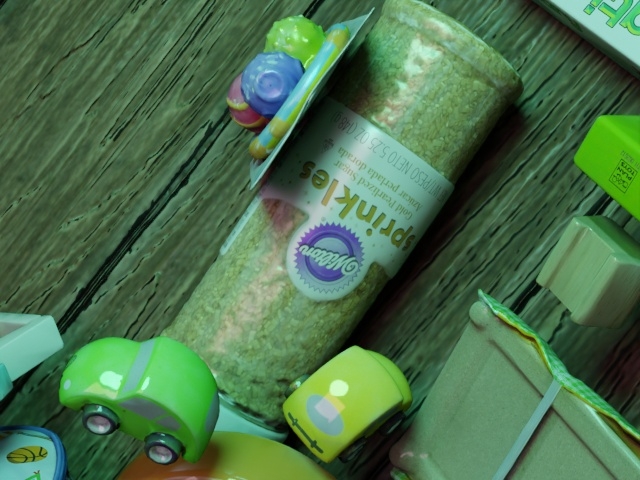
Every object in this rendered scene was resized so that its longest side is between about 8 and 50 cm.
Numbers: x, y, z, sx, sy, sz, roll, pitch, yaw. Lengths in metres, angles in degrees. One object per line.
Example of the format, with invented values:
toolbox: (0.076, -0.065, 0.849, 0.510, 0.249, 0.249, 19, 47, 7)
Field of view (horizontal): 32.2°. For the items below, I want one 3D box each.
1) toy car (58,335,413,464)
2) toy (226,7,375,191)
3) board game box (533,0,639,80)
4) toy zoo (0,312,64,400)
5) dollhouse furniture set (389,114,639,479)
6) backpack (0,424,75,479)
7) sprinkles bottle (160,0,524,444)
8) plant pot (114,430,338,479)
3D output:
toy car: (-0.046, 0.115, 0.666, 0.053, 0.225, 0.239, -57, 11, 39)
toy: (-0.028, -0.114, 0.795, 0.056, 0.237, 0.137, 33, 95, -4)
board game box: (0.253, -0.215, 0.775, 0.193, 0.053, 0.305, -49, 60, 7)
toy zoo: (-0.332, 0.109, 0.867, 0.293, 0.192, 0.030, -1, 113, 48)
dollhouse furniture set: (0.204, 0.098, 0.703, 0.197, 0.151, 0.301, 51, 127, 40)
backpack: (-0.294, 0.241, 0.816, 0.263, 0.213, 0.276, -13, 30, 5)
sprinkles bottle: (0.000, 0.000, 0.805, 0.121, 0.121, 0.355, 36, 93, 31)
plant pot: (-0.077, 0.253, 0.684, 0.205, 0.188, 0.205, 4, 111, 12)
